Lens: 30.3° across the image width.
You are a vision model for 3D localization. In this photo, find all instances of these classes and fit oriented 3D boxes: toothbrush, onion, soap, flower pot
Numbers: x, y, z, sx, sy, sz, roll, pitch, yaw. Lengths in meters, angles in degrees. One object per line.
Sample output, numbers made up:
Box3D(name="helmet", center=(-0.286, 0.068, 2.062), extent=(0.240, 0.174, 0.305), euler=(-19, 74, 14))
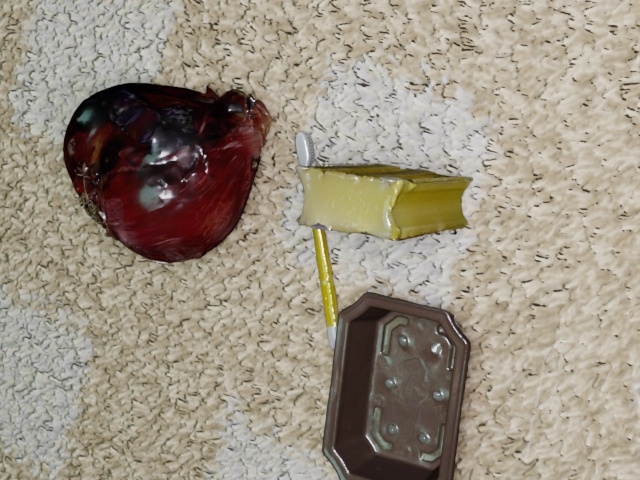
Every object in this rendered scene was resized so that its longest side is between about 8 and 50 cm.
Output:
Box3D(name="toothbrush", center=(0.000, 0.000, 1.547), extent=(0.021, 0.024, 0.288), euler=(-7, 94, 32))
Box3D(name="onion", center=(-0.214, -0.100, 1.547), extent=(0.280, 0.221, 0.281), euler=(-9, 64, 18))
Box3D(name="soap", center=(0.077, -0.047, 1.378), extent=(0.135, 0.233, 0.076), euler=(10, 97, 27))
Box3D(name="flower pot", center=(0.106, 0.191, 1.474), extent=(0.178, 0.084, 0.251), euler=(12, 100, 28))
